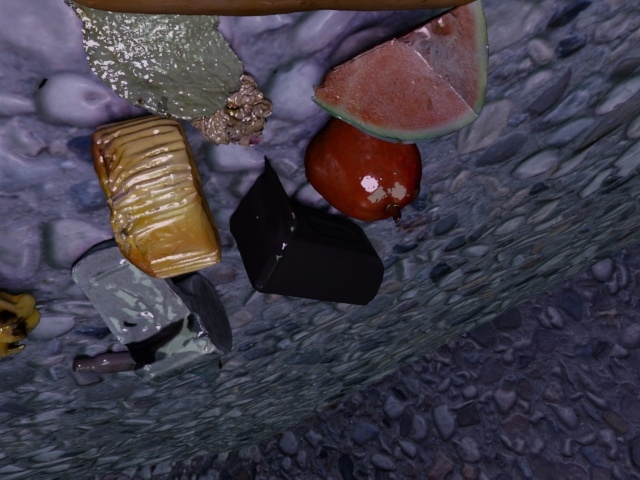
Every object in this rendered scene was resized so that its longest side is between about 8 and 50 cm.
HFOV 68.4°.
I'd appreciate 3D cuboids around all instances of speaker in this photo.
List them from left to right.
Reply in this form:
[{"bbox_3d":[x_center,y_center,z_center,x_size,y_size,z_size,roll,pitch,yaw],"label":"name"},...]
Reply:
[{"bbox_3d":[0.000,0.000,0.927,0.388,0.180,0.184,14,129,-48],"label":"speaker"}]

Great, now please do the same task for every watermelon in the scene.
[{"bbox_3d":[0.121,-0.205,0.643,0.231,0.146,0.128,-13,-156,40],"label":"watermelon"}]

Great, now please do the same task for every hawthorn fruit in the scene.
[{"bbox_3d":[0.079,-0.110,0.764,0.185,0.202,0.185,-25,155,-12],"label":"hawthorn fruit"}]

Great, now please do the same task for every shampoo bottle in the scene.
[{"bbox_3d":[-0.544,0.315,1.209,0.165,0.040,0.080,9,140,-43],"label":"shampoo bottle"}]

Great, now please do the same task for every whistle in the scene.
[{"bbox_3d":[-0.320,0.159,0.948,0.168,0.188,0.405,-24,151,3],"label":"whistle"}]

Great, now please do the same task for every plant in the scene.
[{"bbox_3d":[-0.130,-0.176,0.658,0.116,0.104,0.122,23,170,-9],"label":"plant"}]

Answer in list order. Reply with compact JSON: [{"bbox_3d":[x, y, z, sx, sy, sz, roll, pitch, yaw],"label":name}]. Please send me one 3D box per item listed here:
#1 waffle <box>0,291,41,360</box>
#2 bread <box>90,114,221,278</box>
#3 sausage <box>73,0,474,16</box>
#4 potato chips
[{"bbox_3d":[-0.705,0.155,0.773,0.382,0.095,0.379,-30,150,19],"label":"waffle"},{"bbox_3d":[-0.226,-0.054,0.667,0.133,0.179,0.250,-13,150,-8],"label":"bread"},{"bbox_3d":[-0.024,-0.285,0.458,0.500,0.136,0.123,-13,132,-23],"label":"sausage"},{"bbox_3d":[-0.181,-0.232,0.514,0.167,0.059,0.228,-29,137,-6],"label":"potato chips"}]
